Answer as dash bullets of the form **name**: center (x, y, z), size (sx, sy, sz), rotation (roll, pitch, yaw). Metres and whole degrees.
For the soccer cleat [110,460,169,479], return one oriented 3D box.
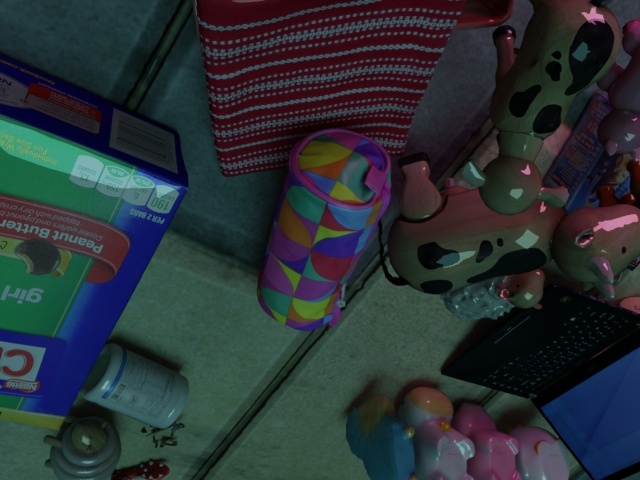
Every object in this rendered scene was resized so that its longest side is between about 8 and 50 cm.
- **soccer cleat**: center (-0.250, 0.331, 0.857), size (0.084, 0.029, 0.035), rotation (-12, 135, -4)

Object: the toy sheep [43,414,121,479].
- **toy sheep**: center (-0.293, 0.264, 0.765), size (0.091, 0.091, 0.132), rotation (3, 137, -17)

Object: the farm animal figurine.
- **farm animal figurine**: center (0.189, -0.034, 0.548), size (0.327, 0.172, 0.330), rotation (-26, 133, 32)

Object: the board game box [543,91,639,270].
- **board game box**: center (0.337, -0.045, 0.738), size (0.194, 0.060, 0.194), rotation (24, 116, -28)

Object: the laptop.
- **laptop**: center (0.343, 0.204, 0.819), size (0.265, 0.136, 0.234), rotation (19, 133, -21)

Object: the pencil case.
- **pencil case**: center (0.000, 0.000, 0.613), size (0.105, 0.104, 0.236), rotation (-3, 145, -14)

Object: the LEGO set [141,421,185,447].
- **LEGO set**: center (-0.210, 0.247, 0.816), size (0.054, 0.023, 0.083), rotation (11, 134, -19)

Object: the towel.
- **towel**: center (0.005, -0.128, 0.514), size (0.199, 0.031, 0.275), rotation (-9, 161, -9)

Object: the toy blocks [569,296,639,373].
- **toy blocks**: center (0.428, 0.163, 0.910), size (0.123, 0.054, 0.148), rotation (-12, 126, -6)

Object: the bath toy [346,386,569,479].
- **bath toy**: center (0.212, 0.304, 0.908), size (0.349, 0.151, 0.129), rotation (16, 156, -28)

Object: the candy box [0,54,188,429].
- **candy box**: center (-0.311, 0.004, 0.554), size (0.268, 0.122, 0.317), rotation (21, 117, -27)

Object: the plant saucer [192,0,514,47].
- **plant saucer**: center (0.024, -0.278, 0.438), size (0.259, 0.047, 0.258), rotation (-9, 125, -9)

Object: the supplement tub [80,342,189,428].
- **supplement tub**: center (-0.219, 0.173, 0.728), size (0.071, 0.071, 0.107), rotation (-43, 124, 15)
